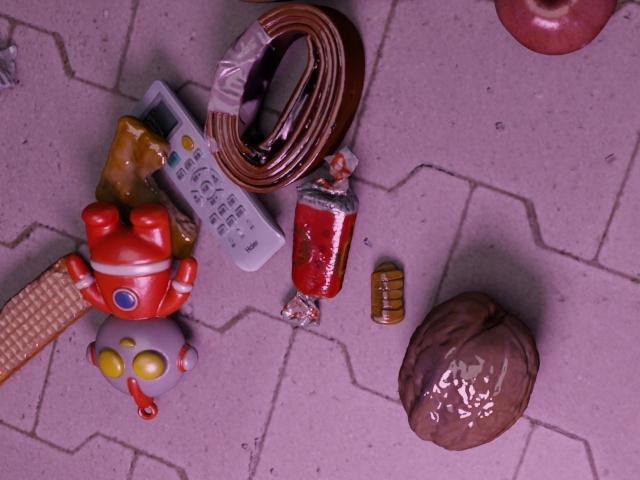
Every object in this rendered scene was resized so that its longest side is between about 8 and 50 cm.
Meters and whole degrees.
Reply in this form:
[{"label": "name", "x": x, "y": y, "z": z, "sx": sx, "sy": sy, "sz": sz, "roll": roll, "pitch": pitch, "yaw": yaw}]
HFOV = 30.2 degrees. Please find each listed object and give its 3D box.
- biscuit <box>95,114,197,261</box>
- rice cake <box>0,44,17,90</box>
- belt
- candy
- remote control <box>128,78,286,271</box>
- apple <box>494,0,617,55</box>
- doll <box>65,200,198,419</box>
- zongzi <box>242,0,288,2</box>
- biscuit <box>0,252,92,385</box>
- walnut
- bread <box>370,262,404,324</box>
[{"label": "biscuit", "x": -0.239, "y": -0.076, "z": 1.695, "sx": 0.174, "sy": 0.039, "sz": 0.183, "roll": 34, "pitch": 133, "yaw": 12}, {"label": "rice cake", "x": -0.544, "y": -0.229, "z": 1.780, "sx": 0.206, "sy": 0.063, "sz": 0.069, "roll": -17, "pitch": 97, "yaw": 20}, {"label": "belt", "x": -0.049, "y": -0.196, "z": 1.606, "sx": 0.184, "sy": 0.105, "sz": 0.261, "roll": 33, "pitch": 109, "yaw": 9}, {"label": "candy", "x": 0.001, "y": 0.001, "z": 1.634, "sx": 0.086, "sy": 0.059, "sz": 0.292, "roll": 16, "pitch": 120, "yaw": 11}, {"label": "remote control", "x": -0.158, "y": -0.092, "z": 1.686, "sx": 0.293, "sy": 0.051, "sz": 0.103, "roll": 51, "pitch": 134, "yaw": 4}, {"label": "apple", "x": 0.290, "y": -0.307, "z": 1.469, "sx": 0.153, "sy": 0.120, "sz": 0.153, "roll": 3, "pitch": 100, "yaw": 17}, {"label": "doll", "x": -0.270, "y": 0.109, "z": 1.720, "sx": 0.200, "sy": 0.105, "sz": 0.336, "roll": 2, "pitch": 111, "yaw": 12}, {"label": "zongzi", "x": 0.004, "y": -0.423, "z": 1.549, "sx": 0.256, "sy": 0.115, "sz": 0.228, "roll": 3, "pitch": 95, "yaw": 10}, {"label": "biscuit", "x": -0.487, "y": 0.160, "z": 1.839, "sx": 0.379, "sy": 0.054, "sz": 0.094, "roll": -39, "pitch": 88, "yaw": 20}, {"label": "walnut", "x": 0.190, "y": 0.183, "z": 1.574, "sx": 0.178, "sy": 0.178, "sz": 0.230, "roll": 34, "pitch": 120, "yaw": 9}, {"label": "bread", "x": 0.093, "y": 0.075, "z": 1.650, "sx": 0.049, "sy": 0.034, "sz": 0.088, "roll": 4, "pitch": 101, "yaw": 11}]
